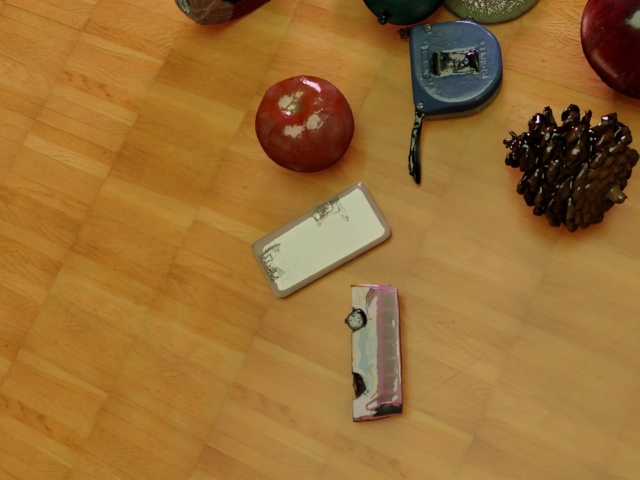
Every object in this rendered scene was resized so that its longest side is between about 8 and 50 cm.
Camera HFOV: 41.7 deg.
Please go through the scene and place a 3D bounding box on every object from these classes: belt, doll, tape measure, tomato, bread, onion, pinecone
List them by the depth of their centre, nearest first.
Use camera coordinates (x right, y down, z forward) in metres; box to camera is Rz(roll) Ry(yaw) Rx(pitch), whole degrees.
[{"bbox_3d":[0.483,-0.153,1.627,0.243,0.243,0.257,-43,82,0],"label":"pinecone"},{"bbox_3d":[0.648,-0.407,1.656,0.276,0.276,0.276,-3,76,12],"label":"onion"},{"bbox_3d":[0.282,-0.302,1.786,0.215,0.098,0.351,-5,78,13],"label":"tape measure"},{"bbox_3d":[-0.032,-0.245,1.793,0.208,0.184,0.208,-5,70,15],"label":"tomato"},{"bbox_3d":[0.200,-0.594,1.798,0.198,0.186,0.322,21,76,45],"label":"doll"},{"bbox_3d":[0.379,-0.606,1.866,0.267,0.040,0.267,-3,76,13],"label":"bread"},{"bbox_3d":[-0.188,-0.623,1.904,0.324,0.227,0.115,-39,68,15],"label":"belt"}]

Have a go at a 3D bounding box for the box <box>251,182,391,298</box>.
[{"bbox_3d":[0.000,0.000,1.801,0.285,0.044,0.142,-30,74,4],"label":"box"}]

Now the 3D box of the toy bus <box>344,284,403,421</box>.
[{"bbox_3d":[0.107,0.227,1.696,0.112,0.090,0.274,-2,77,3],"label":"toy bus"}]
